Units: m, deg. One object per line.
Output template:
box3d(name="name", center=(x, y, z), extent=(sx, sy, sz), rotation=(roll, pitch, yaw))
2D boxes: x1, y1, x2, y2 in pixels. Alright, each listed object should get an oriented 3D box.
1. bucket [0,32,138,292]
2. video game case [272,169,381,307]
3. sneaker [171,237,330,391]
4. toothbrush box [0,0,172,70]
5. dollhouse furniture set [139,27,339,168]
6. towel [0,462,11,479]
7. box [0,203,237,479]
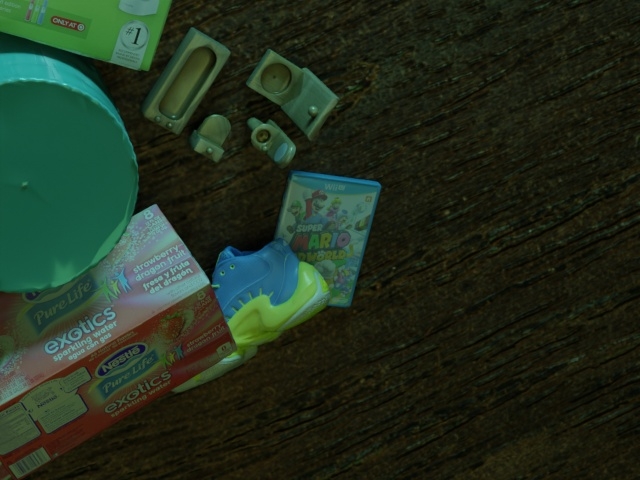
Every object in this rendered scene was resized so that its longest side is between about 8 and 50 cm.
box3d(name="bucket", center=(-0.331, -0.086, 1.696), extent=(0.281, 0.183, 0.281), rotation=(-7, 114, -16))
box3d(name="video game case", center=(0.000, 0.000, 1.940), extent=(0.119, 0.015, 0.166), rotation=(7, 109, -21))
box3d(name="sneaker", center=(-0.109, 0.082, 1.913), extent=(0.240, 0.091, 0.126), rotation=(-33, 84, 12))
box3d(name="toothbrush box", center=(-0.243, -0.347, 1.651), extent=(0.206, 0.122, 0.283), rotation=(13, 108, -22))
box3d(name="dollhouse furniture set", center=(-0.094, -0.153, 1.782), extent=(0.151, 0.123, 0.144), rotation=(29, 100, -27))
box3d(name="towel", center=(-0.461, 0.239, 1.859), extent=(0.144, 0.029, 0.197), rotation=(-34, 117, -22))
box3d(name="box", center=(-0.267, 0.115, 1.786), extent=(0.300, 0.142, 0.154), rotation=(-31, 146, -9))
